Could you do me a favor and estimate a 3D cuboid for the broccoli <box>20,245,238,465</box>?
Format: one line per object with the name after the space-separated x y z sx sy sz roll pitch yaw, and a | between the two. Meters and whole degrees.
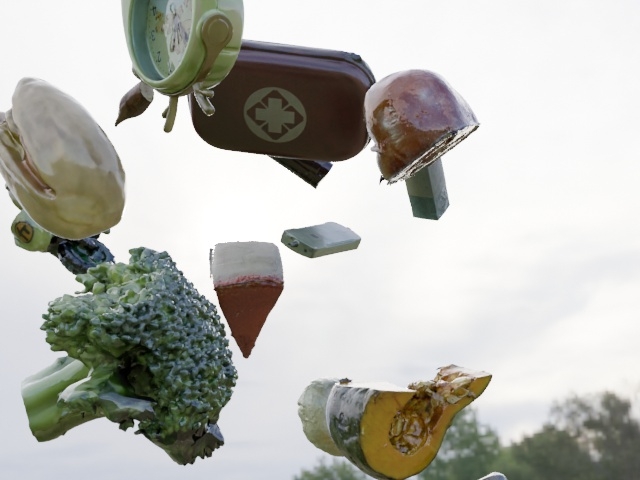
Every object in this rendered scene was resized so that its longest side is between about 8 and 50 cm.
-0.249 0.161 1.445 0.317 0.277 0.338 -28 20 -36 | broccoli

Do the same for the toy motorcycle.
-0.588 -0.065 2.370 0.237 0.410 0.169 26 -66 -33 | toy motorcycle

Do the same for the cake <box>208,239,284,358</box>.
-0.144 0.126 2.427 0.159 0.158 0.262 -13 -46 5 | cake

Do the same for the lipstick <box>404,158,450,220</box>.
0.207 -0.189 2.207 0.068 0.066 0.317 10 -48 33 | lipstick

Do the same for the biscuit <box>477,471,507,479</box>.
0.252 0.517 1.857 0.236 0.062 0.291 -29 -35 3 | biscuit

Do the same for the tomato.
0.143 -0.193 1.676 0.180 0.155 0.214 -32 -5 14 | tomato

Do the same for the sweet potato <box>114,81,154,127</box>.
-0.342 -0.242 1.910 0.049 0.049 0.117 13 -42 -42 | sweet potato

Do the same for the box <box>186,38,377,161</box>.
-0.081 -0.288 2.182 0.403 0.108 0.263 7 -51 7 | box

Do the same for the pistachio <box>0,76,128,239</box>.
-0.424 -0.135 1.724 0.187 0.299 0.187 -28 -24 -14 | pistachio

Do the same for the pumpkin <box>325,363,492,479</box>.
0.140 0.279 1.841 0.190 0.280 0.139 46 -17 -19 | pumpkin

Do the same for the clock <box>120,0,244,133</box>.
-0.204 -0.322 1.580 0.096 0.308 0.235 0 -9 -40 | clock

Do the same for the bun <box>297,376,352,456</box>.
0.027 0.367 2.201 0.188 0.164 0.111 15 -16 -40 | bun

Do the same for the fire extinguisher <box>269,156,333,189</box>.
-0.104 -0.208 2.352 0.267 0.089 0.072 34 -3 -2 | fire extinguisher

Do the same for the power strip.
0.000 0.000 2.004 0.080 0.029 0.227 30 20 25 | power strip
